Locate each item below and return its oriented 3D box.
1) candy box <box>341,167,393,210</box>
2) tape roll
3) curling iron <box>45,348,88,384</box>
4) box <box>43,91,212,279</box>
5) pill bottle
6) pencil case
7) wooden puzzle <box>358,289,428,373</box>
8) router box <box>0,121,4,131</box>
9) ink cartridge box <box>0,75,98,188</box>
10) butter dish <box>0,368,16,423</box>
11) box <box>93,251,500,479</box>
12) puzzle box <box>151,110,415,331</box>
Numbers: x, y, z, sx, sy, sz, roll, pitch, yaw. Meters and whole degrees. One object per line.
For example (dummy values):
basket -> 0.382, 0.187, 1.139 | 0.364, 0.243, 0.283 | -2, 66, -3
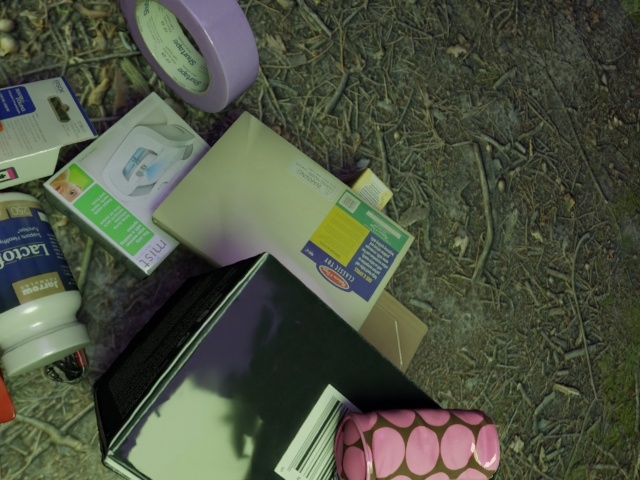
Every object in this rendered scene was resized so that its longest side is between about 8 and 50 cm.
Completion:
candy box -> 0.000, 0.000, 1.038 | 0.087, 0.183, 0.316 | 45, 66, -13
tape roll -> -0.246, -0.382, 0.919 | 0.275, 0.274, 0.090 | 48, 65, -13
curling iron -> -0.470, 0.125, 0.869 | 0.068, 0.035, 0.274 | -11, 88, -27
box -> -0.327, -0.096, 0.924 | 0.231, 0.126, 0.262 | 45, 66, -12
pill bottle -> -0.482, 0.070, 0.783 | 0.153, 0.153, 0.265 | -24, 85, -27
pencil case -> 0.120, 0.255, 0.585 | 0.209, 0.095, 0.098 | 5, 44, -24
wooden puzzle -> 0.120, 0.244, 1.147 | 0.221, 0.044, 0.239 | 40, 72, -16
router box -> -0.691, -0.159, 0.657 | 0.335, 0.082, 0.301 | 24, 53, 5
ink cartridge box -> -0.563, -0.151, 0.770 | 0.370, 0.069, 0.176 | -25, 62, -25
butter dish -> -0.573, 0.213, 0.766 | 0.159, 0.118, 0.160 | -7, 124, -14
box -> -0.077, 0.298, 0.794 | 0.480, 0.471, 0.297 | 43, 65, -15
puzzle box -> -0.056, -0.017, 0.894 | 0.409, 0.052, 0.272 | 37, 67, -2
